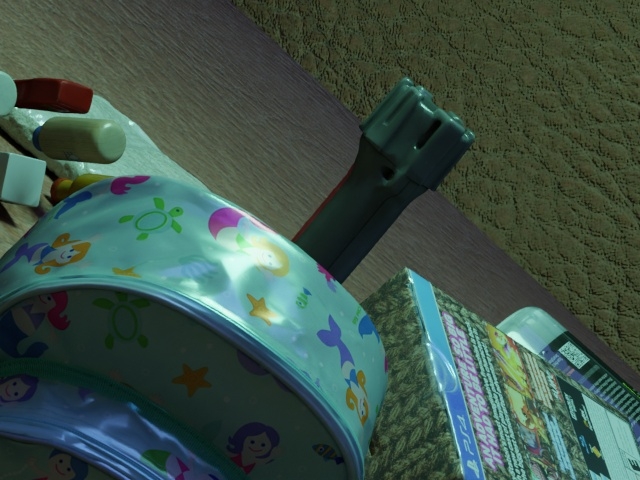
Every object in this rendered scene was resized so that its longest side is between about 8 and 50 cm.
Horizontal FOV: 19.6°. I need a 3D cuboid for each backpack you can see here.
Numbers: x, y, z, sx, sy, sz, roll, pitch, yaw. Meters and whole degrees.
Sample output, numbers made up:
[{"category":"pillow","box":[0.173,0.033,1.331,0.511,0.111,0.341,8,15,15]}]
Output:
[{"category":"backpack","box":[-0.097,0.102,0.927,0.225,0.253,0.191,39,30,-12]}]

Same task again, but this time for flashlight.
[{"category":"flashlight","box":[0.000,0.000,1.545,0.103,0.304,0.103,42,9,17]}]

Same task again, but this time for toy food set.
[{"category":"toy food set","box":[-0.261,-0.086,1.586,0.104,0.111,0.232,7,-4,44]}]

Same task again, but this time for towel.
[{"category":"towel","box":[-0.214,-0.086,1.871,0.187,0.049,0.282,41,10,8]}]

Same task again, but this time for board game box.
[{"category":"board game box","box":[0.137,0.201,1.482,0.291,0.141,0.232,34,27,-32]}]

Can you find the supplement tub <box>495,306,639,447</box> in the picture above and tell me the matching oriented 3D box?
[{"category":"supplement tub","box":[0.257,0.230,1.783,0.316,0.193,0.193,42,10,14]}]
